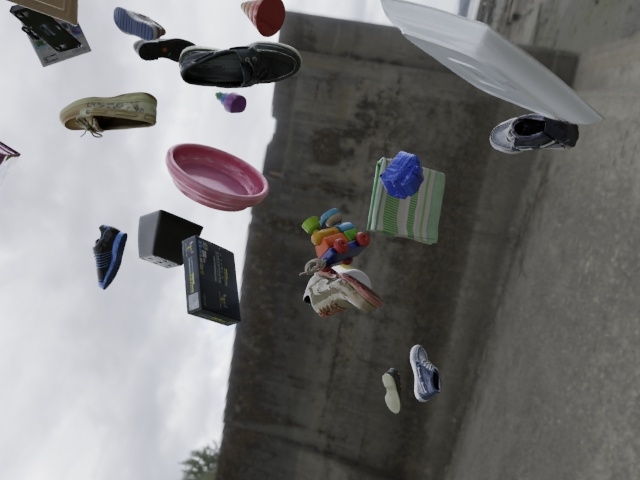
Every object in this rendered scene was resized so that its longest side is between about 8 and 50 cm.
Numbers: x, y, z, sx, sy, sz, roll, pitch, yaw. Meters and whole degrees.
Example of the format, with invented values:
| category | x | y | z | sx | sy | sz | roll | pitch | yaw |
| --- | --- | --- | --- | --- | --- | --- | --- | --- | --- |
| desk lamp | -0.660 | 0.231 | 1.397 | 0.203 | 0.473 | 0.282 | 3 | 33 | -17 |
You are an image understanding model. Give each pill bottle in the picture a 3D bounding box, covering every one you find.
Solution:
| category | x | y | z | sx | sy | sz | roll | pitch | yaw |
| --- | --- | --- | --- | --- | --- | --- | --- | --- | --- |
| pill bottle | 0.082 | 0.139 | 2.036 | 0.208 | 0.119 | 0.119 | -155 | 76 | -79 |

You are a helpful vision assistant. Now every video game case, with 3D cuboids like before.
| category | x | y | z | sx | sy | sz | roll | pitch | yaw |
| --- | --- | --- | --- | --- | --- | --- | --- | --- | --- |
| video game case | -0.805 | -0.622 | 1.948 | 0.019 | 0.157 | 0.143 | 5 | 121 | 63 |

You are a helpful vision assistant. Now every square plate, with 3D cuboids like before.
| category | x | y | z | sx | sy | sz | roll | pitch | yaw |
| --- | --- | --- | --- | --- | --- | --- | --- | --- | --- |
| square plate | 0.301 | -0.326 | 1.179 | 0.049 | 0.347 | 0.344 | -59 | 35 | 13 |

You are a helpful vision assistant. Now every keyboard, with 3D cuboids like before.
| category | x | y | z | sx | sy | sz | roll | pitch | yaw |
| --- | --- | --- | --- | --- | --- | --- | --- | --- | --- |
| keyboard | -0.701 | -0.537 | 1.615 | 0.180 | 0.108 | 0.023 | 46 | -142 | -64 |

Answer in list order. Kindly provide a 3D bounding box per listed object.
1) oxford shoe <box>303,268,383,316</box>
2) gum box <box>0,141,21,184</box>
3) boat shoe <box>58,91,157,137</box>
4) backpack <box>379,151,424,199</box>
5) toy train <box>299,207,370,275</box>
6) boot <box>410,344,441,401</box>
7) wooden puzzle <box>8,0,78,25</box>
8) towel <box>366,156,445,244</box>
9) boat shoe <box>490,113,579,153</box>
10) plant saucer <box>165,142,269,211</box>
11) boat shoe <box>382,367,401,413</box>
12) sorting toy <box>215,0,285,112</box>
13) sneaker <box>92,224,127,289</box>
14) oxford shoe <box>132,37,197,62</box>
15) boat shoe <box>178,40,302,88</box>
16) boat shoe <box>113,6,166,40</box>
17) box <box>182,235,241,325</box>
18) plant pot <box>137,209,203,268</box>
| category | x | y | z | sx | sy | sz | roll | pitch | yaw |
| --- | --- | --- | --- | --- | --- | --- | --- | --- | --- |
| oxford shoe | 0.055 | 0.160 | 1.710 | 0.130 | 0.123 | 0.348 | -56 | 19 | -8 |
| gum box | -0.735 | -0.163 | 1.399 | 0.107 | 0.062 | 0.188 | -56 | 15 | -1 |
| boat shoe | -0.599 | -0.346 | 1.792 | 0.104 | 0.286 | 0.089 | 54 | -152 | -70 |
| backpack | 0.248 | -0.189 | 1.838 | 0.120 | 0.101 | 0.098 | -57 | -36 | -20 |
| toy train | 0.000 | 0.000 | 1.624 | 0.248 | 0.143 | 0.105 | -16 | -26 | -45 |
| boot | 0.336 | 0.403 | 1.990 | 0.086 | 0.069 | 0.189 | -43 | 38 | 43 |
| wooden puzzle | -0.641 | -0.597 | 1.385 | 0.239 | 0.044 | 0.220 | 13 | -115 | -43 |
| towel | 0.285 | -0.125 | 2.056 | 0.325 | 0.038 | 0.247 | 9 | -91 | -41 |
| boat shoe | 0.641 | -0.353 | 2.048 | 0.341 | 0.158 | 0.127 | 8 | 88 | 58 |
| plant saucer | -0.327 | -0.189 | 1.986 | 0.084 | 0.332 | 0.332 | -64 | -2 | 26 |
| boat shoe | 0.197 | 0.400 | 1.694 | 0.042 | 0.049 | 0.132 | -34 | -57 | -42 |
| sorting toy | -0.234 | -0.566 | 1.910 | 0.127 | 0.126 | 0.365 | 0 | -63 | -56 |
| sneaker | -0.713 | 0.053 | 2.116 | 0.081 | 0.091 | 0.232 | -56 | -9 | -68 |
| oxford shoe | -0.523 | -0.654 | 2.153 | 0.227 | 0.096 | 0.082 | -7 | -56 | -40 |
| boat shoe | -0.222 | -0.470 | 1.745 | 0.113 | 0.341 | 0.127 | -89 | 4 | -49 |
| boat shoe | -0.519 | -0.617 | 1.828 | 0.066 | 0.183 | 0.066 | -25 | -37 | -50 |
| box | -0.318 | 0.120 | 1.869 | 0.183 | 0.059 | 0.232 | 32 | -137 | -54 |
| plant pot | -0.582 | 0.004 | 2.400 | 0.188 | 0.188 | 0.166 | 26 | -114 | -36 |
